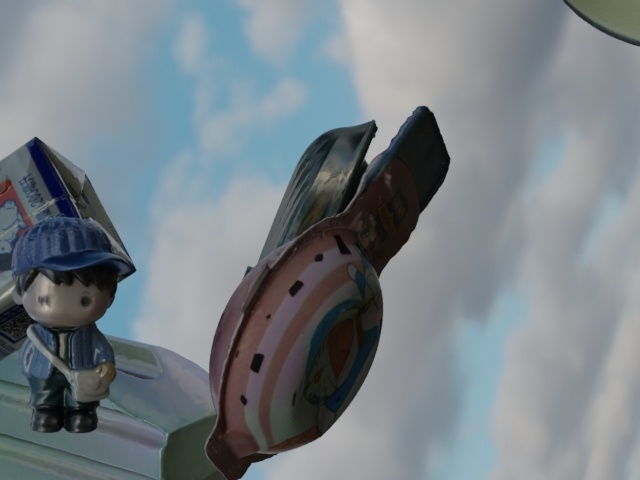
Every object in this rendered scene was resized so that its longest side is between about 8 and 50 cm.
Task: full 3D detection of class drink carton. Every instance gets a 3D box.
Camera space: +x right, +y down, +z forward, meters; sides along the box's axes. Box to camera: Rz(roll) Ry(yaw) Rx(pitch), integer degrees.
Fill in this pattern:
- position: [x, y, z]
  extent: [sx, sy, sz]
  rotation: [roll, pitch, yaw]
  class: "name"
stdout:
- position: [-0.339, 0.050, 1.773]
  extent: [0.315, 0.130, 0.106]
  rotation: [-33, -25, 7]
  class: "drink carton"

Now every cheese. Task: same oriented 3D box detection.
- position: [0.006, 0.037, 1.323]
  extent: [0.286, 0.074, 0.189]
  rotation: [-55, -27, -18]
  class: "cheese"

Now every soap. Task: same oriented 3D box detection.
- position: [-0.224, 0.200, 1.904]
  extent: [0.115, 0.347, 0.208]
  rotation: [-13, -75, -43]
  class: "soap"

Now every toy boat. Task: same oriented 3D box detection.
- position: [0.000, 0.000, 1.701]
  extent: [0.093, 0.103, 0.246]
  rotation: [-74, 7, -66]
  class: "toy boat"

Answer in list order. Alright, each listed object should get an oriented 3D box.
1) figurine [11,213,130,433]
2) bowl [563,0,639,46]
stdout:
- position: [-0.175, 0.058, 1.372]
  extent: [0.087, 0.086, 0.149]
  rotation: [-92, 3, -81]
  class: "figurine"
- position: [0.275, -0.273, 1.451]
  extent: [0.126, 0.237, 0.238]
  rotation: [-66, -15, -54]
  class: "bowl"
